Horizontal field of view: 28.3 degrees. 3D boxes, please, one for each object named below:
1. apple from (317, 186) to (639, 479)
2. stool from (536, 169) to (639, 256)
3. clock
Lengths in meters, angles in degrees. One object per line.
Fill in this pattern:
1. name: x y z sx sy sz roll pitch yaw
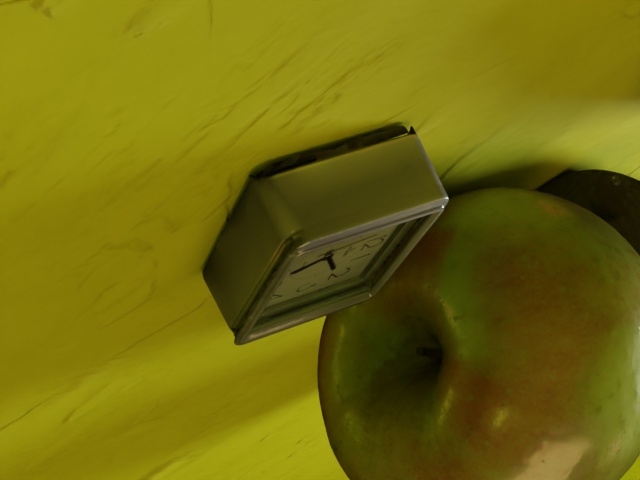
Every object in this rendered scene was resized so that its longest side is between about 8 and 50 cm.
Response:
1. apple: 0.166 0.110 1.165 0.319 0.319 0.277 -37 149 31
2. stool: 0.331 0.022 1.377 0.179 0.179 0.264 -34 161 22
3. clock: 0.001 -0.001 0.999 0.145 0.073 0.193 -18 160 -26
